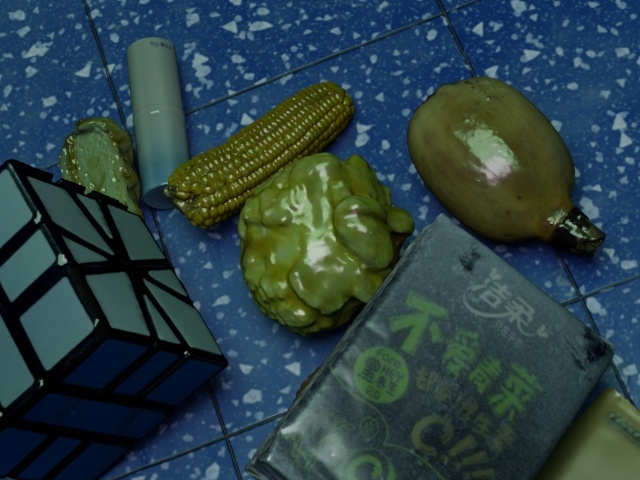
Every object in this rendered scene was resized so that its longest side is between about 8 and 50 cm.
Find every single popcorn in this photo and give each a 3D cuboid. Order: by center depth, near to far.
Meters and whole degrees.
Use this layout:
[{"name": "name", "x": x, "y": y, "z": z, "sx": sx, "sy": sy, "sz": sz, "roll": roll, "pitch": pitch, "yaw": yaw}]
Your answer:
[{"name": "popcorn", "x": 0.000, "y": 0.000, "z": 1.932, "sx": 0.254, "sy": 0.195, "sz": 0.256, "roll": 15, "pitch": 66, "yaw": 28}]

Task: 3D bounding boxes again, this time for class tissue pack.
[{"name": "tissue pack", "x": 0.138, "y": 0.204, "z": 1.759, "sx": 0.288, "sy": 0.124, "sz": 0.394, "roll": 39, "pitch": 68, "yaw": -3}]

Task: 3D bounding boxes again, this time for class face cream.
[{"name": "face cream", "x": -0.232, "y": -0.170, "z": 2.116, "sx": 0.077, "sy": 0.077, "sz": 0.250, "roll": -12, "pitch": 62, "yaw": 5}]

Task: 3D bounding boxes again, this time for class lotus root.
[{"name": "lotus root", "x": 0.247, "y": -0.086, "z": 1.939, "sx": 0.182, "sy": 0.183, "sz": 0.310, "roll": -38, "pitch": 69, "yaw": -9}]

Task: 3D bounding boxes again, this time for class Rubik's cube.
[{"name": "Rubik's cube", "x": -0.342, "y": 0.113, "z": 1.845, "sx": 0.283, "sy": 0.288, "sz": 0.293, "roll": -44, "pitch": 59, "yaw": 14}]

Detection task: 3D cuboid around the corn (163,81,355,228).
[{"name": "corn", "x": -0.074, "y": -0.124, "z": 2.035, "sx": 0.313, "sy": 0.102, "sz": 0.102, "roll": -35, "pitch": 62, "yaw": -18}]

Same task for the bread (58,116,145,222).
[{"name": "bread", "x": -0.298, "y": -0.063, "z": 2.066, "sx": 0.128, "sy": 0.088, "sz": 0.232, "roll": -31, "pitch": 64, "yaw": 34}]

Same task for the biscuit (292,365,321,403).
[{"name": "biscuit", "x": 0.065, "y": 0.243, "z": 1.863, "sx": 0.220, "sy": 0.066, "sz": 0.221, "roll": -3, "pitch": 61, "yaw": 6}]

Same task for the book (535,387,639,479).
[{"name": "book", "x": 0.320, "y": 0.393, "z": 1.756, "sx": 0.269, "sy": 0.032, "sz": 0.389, "roll": 39, "pitch": 77, "yaw": 26}]
